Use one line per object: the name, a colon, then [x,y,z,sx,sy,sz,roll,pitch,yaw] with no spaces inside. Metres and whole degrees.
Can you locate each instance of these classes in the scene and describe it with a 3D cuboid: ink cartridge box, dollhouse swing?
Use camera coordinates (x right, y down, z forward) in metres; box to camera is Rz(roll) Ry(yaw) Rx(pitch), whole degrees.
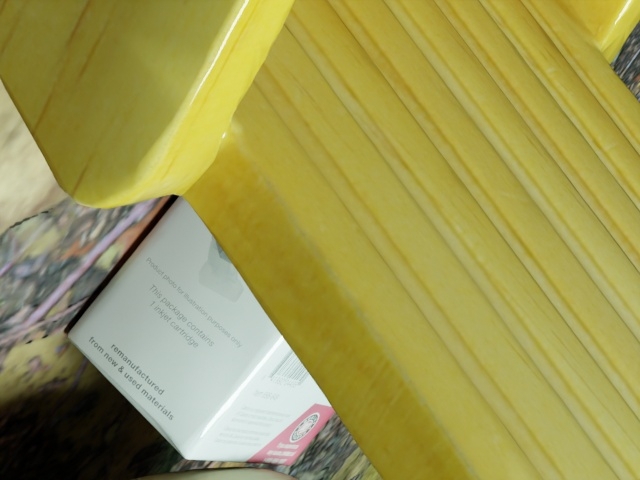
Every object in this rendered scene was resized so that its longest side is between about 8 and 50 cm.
ink cartridge box: [0.000,0.000,0.815,0.218,0.092,0.158,-49,162,4]
dollhouse swing: [0.110,-0.097,0.548,0.347,0.305,0.315,-16,142,-57]

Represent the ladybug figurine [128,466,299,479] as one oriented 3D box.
ladybug figurine: [-0.129,0.239,0.790,0.305,0.162,0.449,-40,164,25]
